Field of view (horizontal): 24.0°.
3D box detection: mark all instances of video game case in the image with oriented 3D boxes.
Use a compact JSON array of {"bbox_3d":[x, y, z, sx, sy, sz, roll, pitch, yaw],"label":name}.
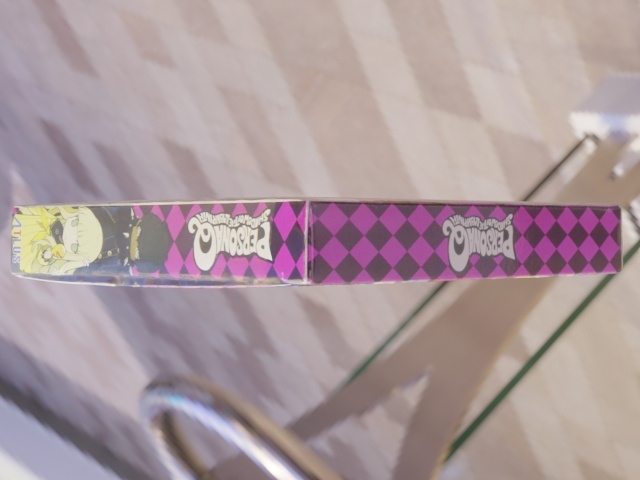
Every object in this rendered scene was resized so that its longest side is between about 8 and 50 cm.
[{"bbox_3d":[0.000,0.000,0.754,0.210,0.232,0.042,1,91,45],"label":"video game case"}]
